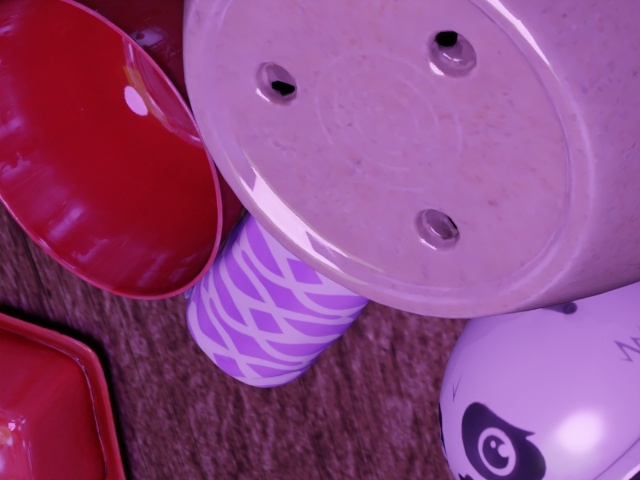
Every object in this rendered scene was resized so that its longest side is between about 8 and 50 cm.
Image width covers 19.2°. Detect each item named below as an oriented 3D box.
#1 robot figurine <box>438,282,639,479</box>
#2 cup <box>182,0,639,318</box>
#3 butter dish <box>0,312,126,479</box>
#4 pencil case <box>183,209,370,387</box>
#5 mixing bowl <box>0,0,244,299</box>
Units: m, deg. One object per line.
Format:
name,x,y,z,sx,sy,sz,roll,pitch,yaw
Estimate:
robot figurine,0.184,0.117,0.898,0.278,0.173,0.209,41,121,-10
cup,0.079,-0.104,0.748,0.331,0.237,0.331,20,135,21
butter dish,-0.225,0.133,1.268,0.160,0.118,0.160,16,133,24
pencil case,0.000,0.000,1.009,0.086,0.088,0.206,45,140,5
mixing bowl,-0.095,-0.070,1.003,0.181,0.098,0.181,24,135,27
